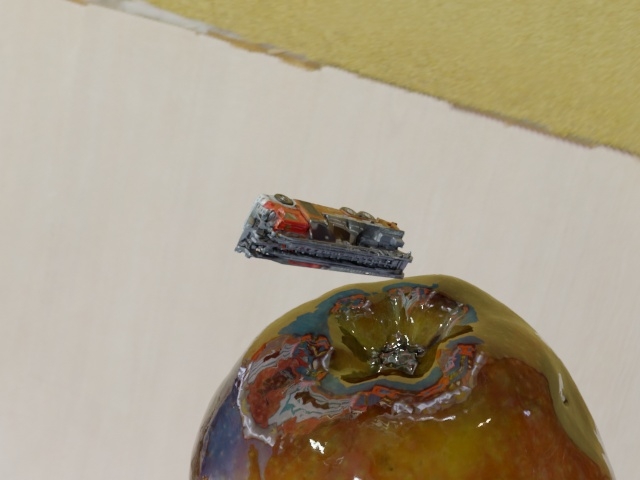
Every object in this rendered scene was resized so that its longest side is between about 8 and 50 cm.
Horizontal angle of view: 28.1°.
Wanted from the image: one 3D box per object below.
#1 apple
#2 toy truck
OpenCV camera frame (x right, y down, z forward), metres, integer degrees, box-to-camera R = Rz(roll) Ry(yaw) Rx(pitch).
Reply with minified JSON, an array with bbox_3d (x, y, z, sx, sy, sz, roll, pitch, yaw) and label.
[{"bbox_3d":[0.042,0.131,0.669,0.230,0.230,0.230,6,106,22],"label":"apple"},{"bbox_3d":[0.000,0.000,0.521,0.024,0.083,0.032,-61,39,22],"label":"toy truck"}]
